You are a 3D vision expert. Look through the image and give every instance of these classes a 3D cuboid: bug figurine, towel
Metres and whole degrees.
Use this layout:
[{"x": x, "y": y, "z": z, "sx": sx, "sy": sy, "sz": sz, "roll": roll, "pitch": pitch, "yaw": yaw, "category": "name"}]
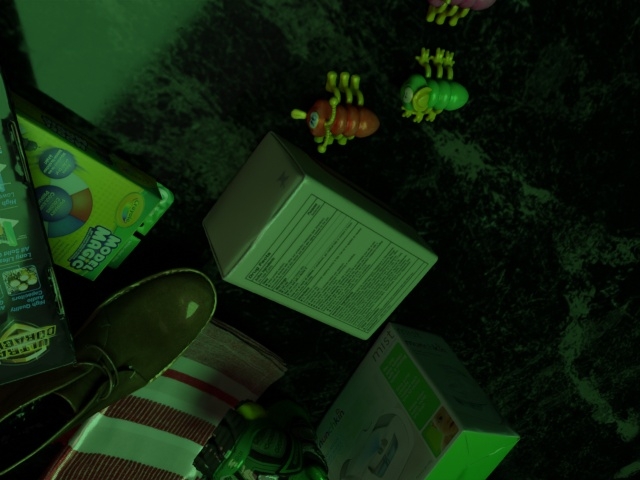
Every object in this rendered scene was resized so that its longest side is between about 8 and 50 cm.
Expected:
[{"x": 0.084, "y": -0.220, "z": 0.665, "sx": 0.216, "sy": 0.072, "sz": 0.279, "roll": -4, "pitch": 123, "yaw": -22, "category": "bug figurine"}, {"x": -0.205, "y": 0.252, "z": 0.801, "sx": 0.329, "sy": 0.037, "sz": 0.237, "roll": -53, "pitch": 139, "yaw": -5, "category": "towel"}]

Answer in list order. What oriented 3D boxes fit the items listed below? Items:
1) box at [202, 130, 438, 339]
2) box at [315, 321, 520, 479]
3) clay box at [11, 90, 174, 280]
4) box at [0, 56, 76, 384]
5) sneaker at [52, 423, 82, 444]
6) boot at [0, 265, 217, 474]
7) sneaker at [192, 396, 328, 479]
[{"x": 0.000, "y": 0.000, "z": 0.743, "sx": 0.232, "sy": 0.127, "sz": 0.148, "roll": 29, "pitch": 107, "yaw": -36, "category": "box"}, {"x": 0.132, "y": 0.302, "z": 0.945, "sx": 0.127, "sy": 0.231, "sz": 0.262, "roll": 18, "pitch": 114, "yaw": -33, "category": "box"}, {"x": -0.270, "y": -0.047, "z": 0.635, "sx": 0.222, "sy": 0.053, "sz": 0.127, "roll": 34, "pitch": 105, "yaw": -37, "category": "clay box"}, {"x": -0.378, "y": 0.010, "z": 0.487, "sx": 0.295, "sy": 0.073, "sz": 0.293, "roll": -15, "pitch": 120, "yaw": -23, "category": "box"}, {"x": -0.321, "y": 0.242, "z": 0.814, "sx": 0.128, "sy": 0.087, "sz": 0.221, "roll": -14, "pitch": 136, "yaw": 12, "category": "sneaker"}, {"x": -0.227, "y": 0.136, "z": 0.641, "sx": 0.305, "sy": 0.115, "sz": 0.112, "roll": -36, "pitch": 107, "yaw": -22, "category": "boot"}, {"x": -0.057, "y": 0.317, "z": 0.860, "sx": 0.134, "sy": 0.146, "sz": 0.343, "roll": -52, "pitch": 164, "yaw": -3, "category": "sneaker"}]
